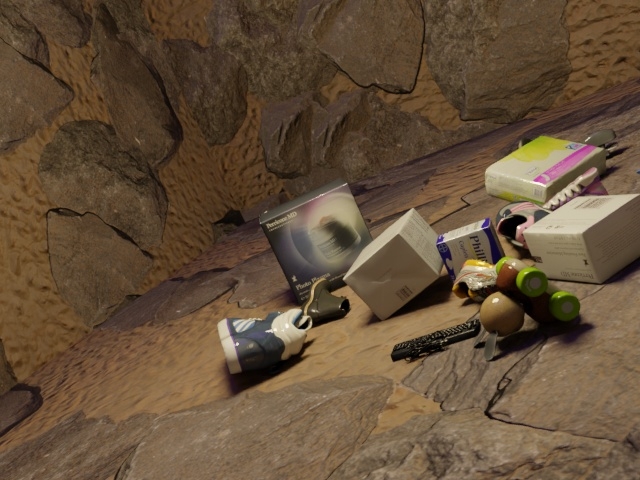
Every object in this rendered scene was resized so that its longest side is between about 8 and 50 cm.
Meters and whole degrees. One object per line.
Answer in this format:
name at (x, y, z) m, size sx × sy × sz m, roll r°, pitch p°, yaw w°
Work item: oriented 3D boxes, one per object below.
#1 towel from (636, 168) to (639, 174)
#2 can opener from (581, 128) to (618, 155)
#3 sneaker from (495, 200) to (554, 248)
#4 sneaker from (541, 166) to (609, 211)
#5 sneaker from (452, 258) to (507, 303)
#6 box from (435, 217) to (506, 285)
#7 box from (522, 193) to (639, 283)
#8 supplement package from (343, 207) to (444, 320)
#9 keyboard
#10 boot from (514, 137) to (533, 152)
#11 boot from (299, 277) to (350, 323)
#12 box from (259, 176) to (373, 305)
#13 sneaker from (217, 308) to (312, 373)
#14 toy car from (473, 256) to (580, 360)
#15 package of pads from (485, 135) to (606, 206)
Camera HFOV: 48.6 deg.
towel at (1.011, -0.245, 1.873) m, size 0.285 × 0.034 × 0.209 m, roll -28°, pitch 11°, yaw -14°
can opener at (0.810, -0.278, 2.285) m, size 0.284 × 0.095 × 0.076 m, roll -19°, pitch 12°, yaw 25°
sneaker at (0.484, -0.043, 1.761) m, size 0.131 × 0.112 × 0.319 m, roll 2°, pitch 5°, yaw -10°
sneaker at (0.628, -0.078, 1.783) m, size 0.095 × 0.104 × 0.236 m, roll -35°, pitch -7°, yaw -40°
sneaker at (0.377, 0.101, 1.539) m, size 0.092 × 0.088 × 0.225 m, roll -51°, pitch 20°, yaw -19°
box at (0.368, 0.032, 1.717) m, size 0.137 × 0.126 × 0.072 m, roll -21°, pitch 11°, yaw 21°
box at (0.565, -0.006, 1.492) m, size 0.182 × 0.119 × 0.181 m, roll -30°, pitch 12°, yaw -21°
supplement package at (0.195, 0.057, 1.783) m, size 0.194 × 0.149 × 0.203 m, roll -42°, pitch 3°, yaw 26°
keyboard at (0.233, 0.198, 1.467) m, size 0.192 × 0.038 × 0.100 m, roll -22°, pitch 12°, yaw 18°
boot at (0.638, -0.198, 2.314) m, size 0.178 × 0.085 × 0.236 m, roll 123°, pitch 164°, yaw -53°
boot at (0.034, 0.166, 1.981) m, size 0.137 × 0.076 × 0.198 m, roll -14°, pitch 28°, yaw 25°
box at (0.000, 0.000, 2.216) m, size 0.296 × 0.293 × 0.183 m, roll -25°, pitch 11°, yaw 0°
sneaker at (-0.137, 0.249, 1.844) m, size 0.237 × 0.130 × 0.323 m, roll -16°, pitch 5°, yaw -8°
toy car at (0.361, 0.142, 1.331) m, size 0.188 × 0.149 × 0.155 m, roll -53°, pitch 6°, yaw 4°
package of pads at (0.659, -0.204, 2.095) m, size 0.297 × 0.101 × 0.229 m, roll -30°, pitch 34°, yaw -29°
